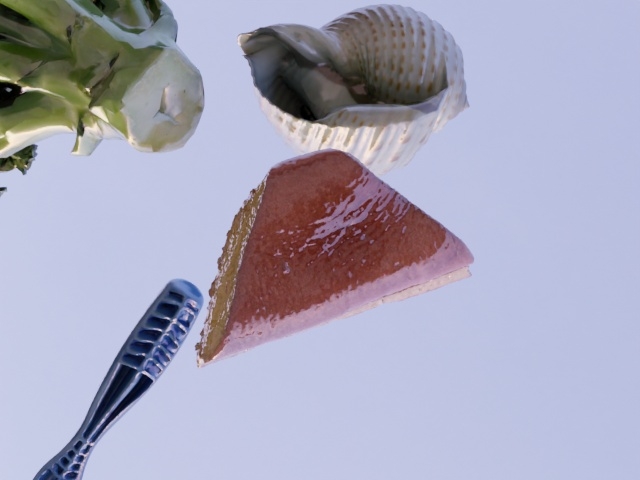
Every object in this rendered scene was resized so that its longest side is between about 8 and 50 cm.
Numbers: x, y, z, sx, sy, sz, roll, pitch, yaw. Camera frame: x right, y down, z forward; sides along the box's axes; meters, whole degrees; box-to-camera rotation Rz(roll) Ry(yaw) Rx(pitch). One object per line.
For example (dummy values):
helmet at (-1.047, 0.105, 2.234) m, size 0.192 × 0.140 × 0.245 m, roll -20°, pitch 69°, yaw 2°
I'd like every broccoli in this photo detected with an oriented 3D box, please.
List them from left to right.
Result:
broccoli at (-0.197, -0.125, 1.066) m, size 0.269 × 0.254 × 0.269 m, roll 13°, pitch -69°, yaw 36°

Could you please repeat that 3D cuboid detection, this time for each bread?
bread at (0.000, 0.000, 1.048) m, size 0.067 × 0.192 × 0.119 m, roll -153°, pitch -132°, yaw -70°

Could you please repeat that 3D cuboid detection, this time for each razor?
razor at (-0.162, 0.131, 1.208) m, size 0.253 × 0.082 × 0.042 m, roll -56°, pitch -166°, yaw 20°

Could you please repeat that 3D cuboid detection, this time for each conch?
conch at (0.029, -0.123, 1.414) m, size 0.200 × 0.131 × 0.172 m, roll 2°, pitch -126°, yaw 4°
